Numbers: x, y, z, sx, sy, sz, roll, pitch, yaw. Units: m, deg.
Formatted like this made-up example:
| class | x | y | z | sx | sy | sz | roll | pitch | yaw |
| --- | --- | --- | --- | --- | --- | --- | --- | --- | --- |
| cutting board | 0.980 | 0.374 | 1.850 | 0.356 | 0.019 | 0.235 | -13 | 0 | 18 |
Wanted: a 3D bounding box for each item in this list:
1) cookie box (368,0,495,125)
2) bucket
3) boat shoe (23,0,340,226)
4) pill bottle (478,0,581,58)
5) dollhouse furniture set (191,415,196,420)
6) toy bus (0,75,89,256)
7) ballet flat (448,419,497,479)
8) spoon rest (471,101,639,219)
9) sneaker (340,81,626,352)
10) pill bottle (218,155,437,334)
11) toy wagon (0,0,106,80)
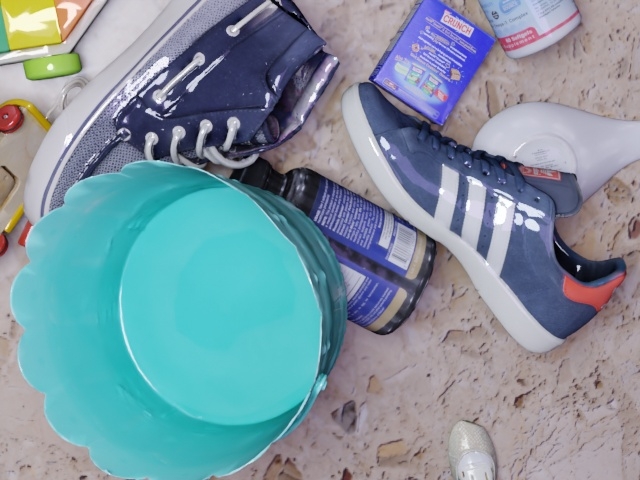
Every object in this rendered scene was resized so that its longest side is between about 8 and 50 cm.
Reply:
| class | x | y | z | sx | sy | sz | roll | pitch | yaw |
| --- | --- | --- | --- | --- | --- | --- | --- | --- | --- |
| cookie box | 0.118 | -0.191 | 1.127 | 0.091 | 0.040 | 0.107 | 32 | 94 | -13 |
| bucket | -0.111 | 0.068 | 0.946 | 0.281 | 0.183 | 0.281 | 0 | 91 | 15 |
| boat shoe | -0.132 | -0.109 | 1.027 | 0.158 | 0.127 | 0.340 | 39 | 92 | 24 |
| pill bottle | 0.197 | -0.276 | 1.100 | 0.087 | 0.087 | 0.160 | -32 | 103 | -2 |
| dollhouse furniture set | -0.125 | 0.108 | 1.097 | 0.183 | 0.129 | 0.129 | 37 | 93 | -14 |
| toy bus | -0.337 | -0.072 | 1.038 | 0.104 | 0.202 | 0.191 | 23 | 116 | 23 |
| ballet flat | 0.183 | 0.289 | 1.223 | 0.057 | 0.052 | 0.168 | -10 | 102 | -7 |
| spoon rest | 0.301 | -0.094 | 1.167 | 0.276 | 0.084 | 0.137 | -9 | 101 | 6 |
| sneaker | 0.175 | -0.053 | 1.090 | 0.148 | 0.131 | 0.350 | -39 | 103 | 23 |
| pill bottle | 0.000 | 0.000 | 1.102 | 0.219 | 0.123 | 0.123 | 28 | 95 | -13 |
| toy wagon | -0.300 | -0.285 | 1.016 | 0.344 | 0.068 | 0.267 | -11 | 99 | -10 |
